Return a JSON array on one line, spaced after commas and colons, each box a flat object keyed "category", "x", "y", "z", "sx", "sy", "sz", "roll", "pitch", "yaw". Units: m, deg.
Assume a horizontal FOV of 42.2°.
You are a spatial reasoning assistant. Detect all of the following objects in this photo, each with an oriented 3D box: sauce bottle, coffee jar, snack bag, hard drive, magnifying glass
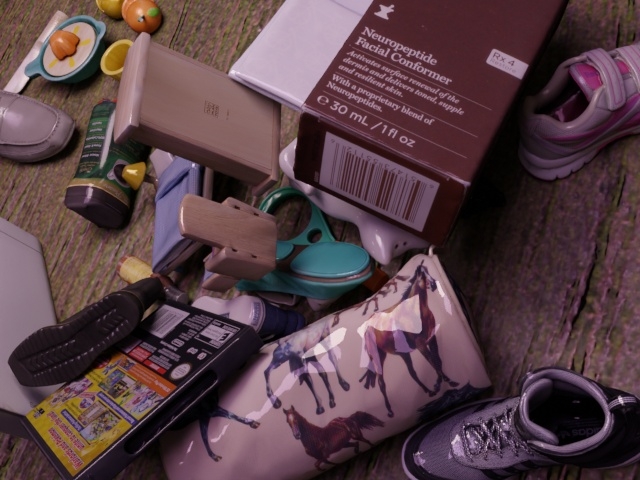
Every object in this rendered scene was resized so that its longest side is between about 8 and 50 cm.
[{"category": "sauce bottle", "x": -0.240, "y": 0.061, "z": 1.190, "sx": 0.128, "sy": 0.042, "sz": 0.042, "roll": 27, "pitch": 81, "yaw": 35}, {"category": "coffee jar", "x": -0.329, "y": -0.115, "z": 1.286, "sx": 0.079, "sy": 0.096, "sz": 0.184, "roll": -1, "pitch": 66, "yaw": 29}, {"category": "snack bag", "x": 0.105, "y": -0.259, "z": 1.063, "sx": 0.323, "sy": 0.037, "sz": 0.342, "roll": 28, "pitch": 64, "yaw": 9}, {"category": "hard drive", "x": -0.456, "y": 0.101, "z": 1.163, "sx": 0.047, "sy": 0.233, "sz": 0.353, "roll": -30, "pitch": 57, "yaw": 11}, {"category": "magnifying glass", "x": 0.000, "y": 0.000, "z": 1.111, "sx": 0.231, "sy": 0.026, "sz": 0.092, "roll": 36, "pitch": 85, "yaw": 34}]

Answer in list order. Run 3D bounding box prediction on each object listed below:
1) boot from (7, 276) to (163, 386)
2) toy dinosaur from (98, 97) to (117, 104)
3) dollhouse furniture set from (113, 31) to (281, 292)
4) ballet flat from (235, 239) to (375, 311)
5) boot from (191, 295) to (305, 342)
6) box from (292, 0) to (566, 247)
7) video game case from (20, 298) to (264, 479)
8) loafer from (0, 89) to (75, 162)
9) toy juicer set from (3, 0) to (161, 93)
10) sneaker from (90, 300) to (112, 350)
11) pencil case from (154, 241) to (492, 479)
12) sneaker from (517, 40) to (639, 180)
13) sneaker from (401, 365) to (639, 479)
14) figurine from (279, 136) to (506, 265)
[{"category": "boot", "x": -0.303, "y": 0.119, "z": 1.108, "sx": 0.198, "sy": 0.137, "sz": 0.077, "roll": -25, "pitch": 98, "yaw": 10}, {"category": "toy dinosaur", "x": -0.325, "y": -0.229, "z": 1.360, "sx": 0.082, "sy": 0.090, "sz": 0.047, "roll": 11, "pitch": 52, "yaw": -2}, {"category": "dollhouse furniture set", "x": -0.216, "y": -0.058, "z": 1.075, "sx": 0.303, "sy": 0.198, "sz": 0.286, "roll": -35, "pitch": 46, "yaw": 46}, {"category": "ballet flat", "x": -0.024, "y": 0.045, "z": 1.066, "sx": 0.247, "sy": 0.087, "sz": 0.083, "roll": 7, "pitch": 38, "yaw": 37}, {"category": "boot", "x": -0.103, "y": 0.113, "z": 1.088, "sx": 0.190, "sy": 0.086, "sz": 0.069, "roll": -7, "pitch": 68, "yaw": 55}, {"category": "box", "x": 0.142, "y": -0.202, "z": 0.938, "sx": 0.191, "sy": 0.143, "sz": 0.381, "roll": 25, "pitch": 61, "yaw": 9}, {"category": "video game case", "x": -0.221, "y": 0.172, "z": 0.985, "sx": 0.248, "sy": 0.035, "sz": 0.275, "roll": -40, "pitch": 21, "yaw": -22}, {"category": "loafer", "x": -0.561, "y": -0.207, "z": 1.436, "sx": 0.319, "sy": 0.111, "sz": 0.112, "roll": 7, "pitch": 70, "yaw": 29}, {"category": "toy juicer set", "x": -0.427, "y": -0.365, "z": 1.459, "sx": 0.329, "sy": 0.089, "sz": 0.209, "roll": 2, "pitch": 68, "yaw": 28}, {"category": "sneaker", "x": -0.270, "y": 0.162, "z": 1.156, "sx": 0.071, "sy": 0.066, "sz": 0.188, "roll": -18, "pitch": 61, "yaw": -4}, {"category": "pencil case", "x": 0.000, "y": 0.163, "z": 0.949, "sx": 0.410, "sy": 0.160, "sz": 0.184, "roll": -29, "pitch": 80, "yaw": 12}, {"category": "sneaker", "x": 0.340, "y": -0.174, "z": 0.971, "sx": 0.252, "sy": 0.111, "sz": 0.103, "roll": -35, "pitch": 56, "yaw": 7}, {"category": "sneaker", "x": 0.195, "y": 0.191, "z": 0.843, "sx": 0.268, "sy": 0.153, "sz": 0.101, "roll": -15, "pitch": 61, "yaw": 19}, {"category": "figurine", "x": 0.088, "y": -0.069, "z": 1.022, "sx": 0.215, "sy": 0.092, "sz": 0.209, "roll": -28, "pitch": 57, "yaw": -28}]
